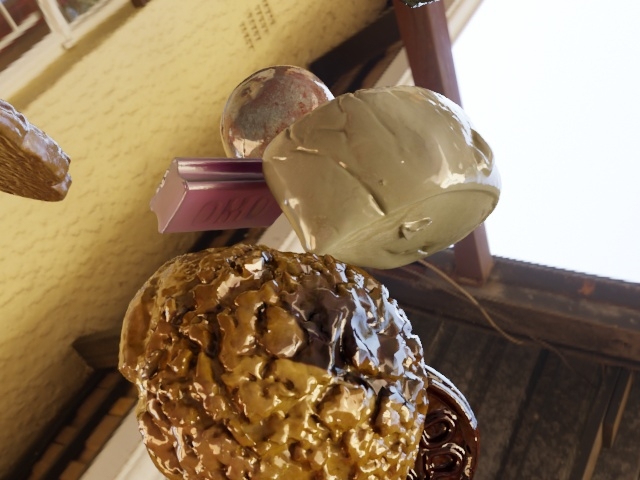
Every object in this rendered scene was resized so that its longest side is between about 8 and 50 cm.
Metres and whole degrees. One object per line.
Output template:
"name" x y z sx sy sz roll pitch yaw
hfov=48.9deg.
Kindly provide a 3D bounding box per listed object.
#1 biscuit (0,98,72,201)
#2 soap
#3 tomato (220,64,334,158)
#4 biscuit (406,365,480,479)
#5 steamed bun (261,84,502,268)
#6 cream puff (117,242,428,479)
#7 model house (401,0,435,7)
"biscuit" -0.348 -0.109 0.663 0.209 0.290 0.041 11 -107 13
"soap" -0.145 -0.070 1.077 0.203 0.122 0.065 -5 -120 -37
"tomato" -0.098 -0.282 1.775 0.317 0.282 0.316 -20 -130 26
"biscuit" 0.140 0.447 1.483 0.408 0.407 0.091 -23 -166 0
"steamed bun" 0.121 -0.108 1.052 0.236 0.384 0.247 -42 -116 36
"cream puff" -0.031 0.134 0.751 0.231 0.343 0.327 -39 176 38
"model house" 0.121 -0.343 0.462 0.301 0.271 0.190 -17 -129 37
